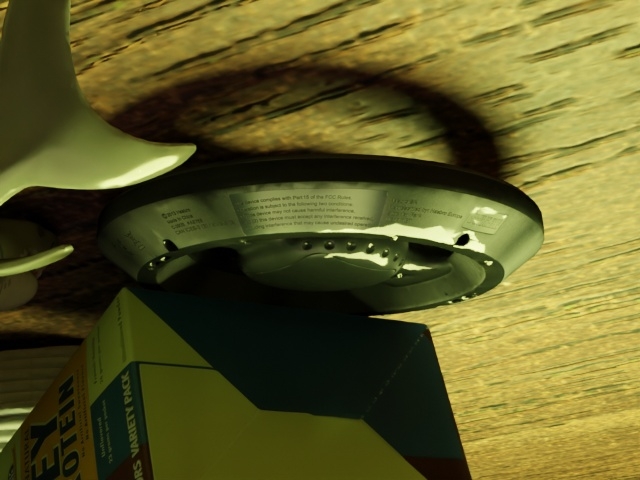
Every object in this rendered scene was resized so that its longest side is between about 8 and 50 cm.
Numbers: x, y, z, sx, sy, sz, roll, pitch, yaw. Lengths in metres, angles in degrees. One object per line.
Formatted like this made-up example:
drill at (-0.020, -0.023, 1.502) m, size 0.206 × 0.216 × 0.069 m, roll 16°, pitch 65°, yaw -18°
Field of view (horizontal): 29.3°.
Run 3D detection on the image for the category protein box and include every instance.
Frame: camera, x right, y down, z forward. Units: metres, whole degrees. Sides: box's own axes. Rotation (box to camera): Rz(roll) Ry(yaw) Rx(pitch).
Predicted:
protein box at (-0.055, 0.144, 0.702) m, size 0.199 × 0.136 × 0.201 m, roll 9°, pitch 141°, yaw -31°

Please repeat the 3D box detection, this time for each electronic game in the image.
electronic game at (0.000, 0.000, 0.635) m, size 0.229 × 0.048 × 0.229 m, roll 0°, pitch 165°, yaw 0°

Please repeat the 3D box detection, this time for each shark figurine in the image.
shark figurine at (-0.175, -0.018, 0.516) m, size 0.166 × 0.116 × 0.278 m, roll -31°, pitch 178°, yaw -26°

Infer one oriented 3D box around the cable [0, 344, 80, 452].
cable at (-0.213, 0.151, 0.911) m, size 0.257 × 0.089 × 0.257 m, roll 7°, pitch 155°, yaw -21°
